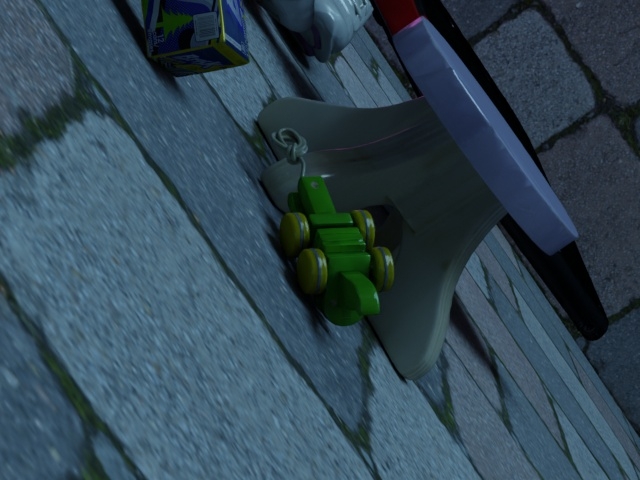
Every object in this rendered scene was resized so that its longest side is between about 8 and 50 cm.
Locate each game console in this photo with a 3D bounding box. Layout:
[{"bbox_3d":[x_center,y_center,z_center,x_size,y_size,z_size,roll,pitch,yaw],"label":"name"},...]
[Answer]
[{"bbox_3d":[0.166,-0.106,1.774,0.386,0.060,0.342,48,19,-43],"label":"game console"}]

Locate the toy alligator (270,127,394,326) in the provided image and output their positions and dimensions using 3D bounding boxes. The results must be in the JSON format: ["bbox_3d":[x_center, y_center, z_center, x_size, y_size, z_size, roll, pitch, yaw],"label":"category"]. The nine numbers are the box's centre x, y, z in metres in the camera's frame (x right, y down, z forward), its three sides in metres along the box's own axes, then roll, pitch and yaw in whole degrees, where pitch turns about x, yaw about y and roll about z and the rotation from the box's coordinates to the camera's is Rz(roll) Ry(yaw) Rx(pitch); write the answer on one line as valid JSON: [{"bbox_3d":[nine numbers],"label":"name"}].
[{"bbox_3d":[0.000,0.000,1.093,0.189,0.056,0.051,-116,-149,-48],"label":"toy alligator"}]

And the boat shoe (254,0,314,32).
[{"bbox_3d":[-0.058,-0.288,1.833,0.226,0.083,0.076,-114,-164,-60],"label":"boat shoe"}]

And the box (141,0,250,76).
[{"bbox_3d":[-0.087,-0.195,1.089,0.059,0.054,0.169,29,54,-73],"label":"box"}]

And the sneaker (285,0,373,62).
[{"bbox_3d":[0.019,-0.302,2.009,0.114,0.152,0.305,57,9,-15],"label":"sneaker"}]

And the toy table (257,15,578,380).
[{"bbox_3d":[0.073,-0.037,1.262,0.274,0.161,0.252,46,14,-50],"label":"toy table"}]

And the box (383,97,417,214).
[{"bbox_3d":[0.101,-0.081,1.806,0.087,0.102,0.101,54,9,-30],"label":"box"}]
